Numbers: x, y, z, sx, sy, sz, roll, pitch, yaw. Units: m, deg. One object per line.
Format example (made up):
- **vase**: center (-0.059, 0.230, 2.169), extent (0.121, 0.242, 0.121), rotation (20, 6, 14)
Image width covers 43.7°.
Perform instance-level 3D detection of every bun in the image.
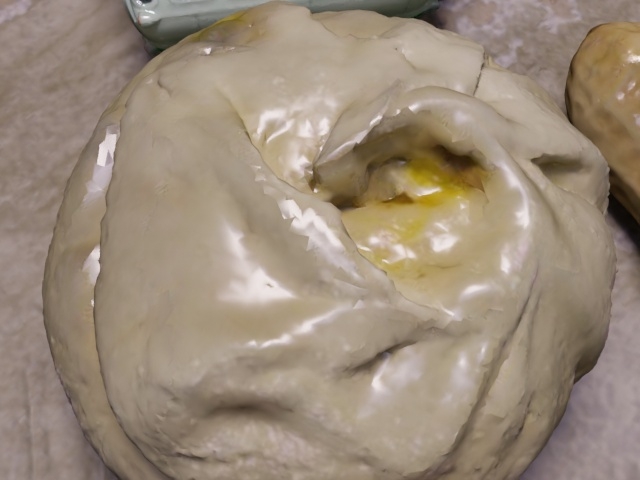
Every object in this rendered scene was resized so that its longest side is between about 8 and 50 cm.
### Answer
- **bun**: center (0.000, 0.000, 0.484), extent (0.365, 0.219, 0.365), rotation (0, 64, 1)

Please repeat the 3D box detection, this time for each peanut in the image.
- **peanut**: center (0.257, -0.039, 0.547), extent (0.111, 0.125, 0.274), rotation (-32, 70, 8)

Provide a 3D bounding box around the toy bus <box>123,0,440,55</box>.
- **toy bus**: center (-0.022, -0.239, 0.612), extent (0.276, 0.133, 0.165), rotation (-7, 97, -2)
